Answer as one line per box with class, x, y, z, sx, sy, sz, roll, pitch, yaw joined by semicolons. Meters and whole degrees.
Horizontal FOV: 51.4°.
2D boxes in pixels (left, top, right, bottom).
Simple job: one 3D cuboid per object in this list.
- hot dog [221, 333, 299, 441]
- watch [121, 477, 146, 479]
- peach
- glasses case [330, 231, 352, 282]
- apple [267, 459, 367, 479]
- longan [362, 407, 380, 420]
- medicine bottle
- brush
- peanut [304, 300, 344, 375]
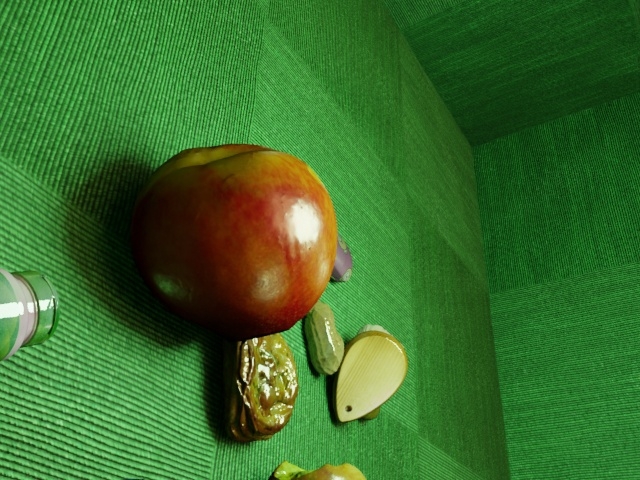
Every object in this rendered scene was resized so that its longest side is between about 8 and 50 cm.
hot dog;-0.135;0.274;1.384;0.196;0.122;0.272;31;50;-51
watch;-0.351;0.481;0.927;0.276;0.068;0.274;25;49;-56
peach;-0.152;0.006;1.246;0.388;0.388;0.388;40;42;-48
glasses case;0.000;0.000;1.846;0.316;0.076;0.123;48;37;-40
apple;-0.001;0.556;1.351;0.226;0.246;0.246;37;43;-61
longan;0.130;0.465;1.851;0.083;0.075;0.075;107;-2;-45
medicine bottle;-0.468;0.099;0.833;0.274;0.133;0.133;-6;80;-64
brush;0.116;0.359;1.774;0.174;0.266;0.166;34;-3;1
peanut;0.010;0.247;1.706;0.083;0.093;0.194;127;-44;-74
